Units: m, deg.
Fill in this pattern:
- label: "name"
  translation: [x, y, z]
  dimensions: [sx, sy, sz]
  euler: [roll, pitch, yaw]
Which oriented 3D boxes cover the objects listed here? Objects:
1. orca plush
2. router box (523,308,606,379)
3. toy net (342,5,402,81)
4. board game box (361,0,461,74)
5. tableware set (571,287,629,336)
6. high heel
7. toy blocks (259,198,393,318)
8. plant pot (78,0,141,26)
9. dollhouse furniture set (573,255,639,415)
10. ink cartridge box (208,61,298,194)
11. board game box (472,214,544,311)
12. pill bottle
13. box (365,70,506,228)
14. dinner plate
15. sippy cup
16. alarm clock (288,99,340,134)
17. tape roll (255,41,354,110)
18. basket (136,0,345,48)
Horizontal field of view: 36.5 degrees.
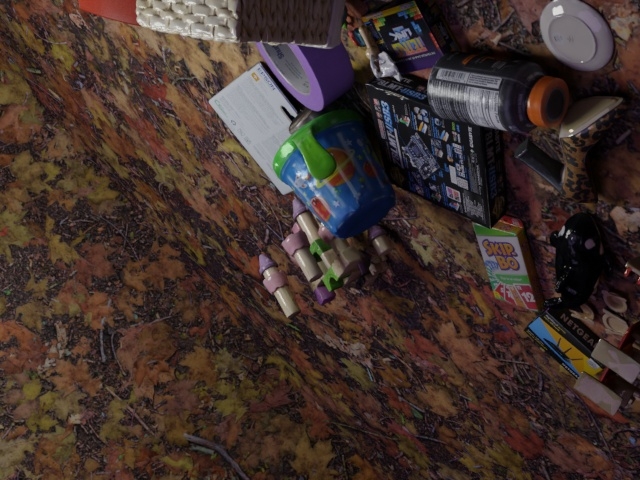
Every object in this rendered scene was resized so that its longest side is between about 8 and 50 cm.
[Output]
- label: "orca plush"
  translation: [0.495, 0.069, 1.980]
  dimensions: [0.151, 0.102, 0.287]
  euler: [45, 153, 20]
- label: "router box"
  translation: [0.562, 0.230, 2.195]
  dimensions: [0.179, 0.046, 0.133]
  euler: [43, 154, 9]
- label: "toy net"
  translation: [0.080, -0.393, 1.966]
  dimensions: [0.232, 0.045, 0.122]
  euler: [53, 174, 17]
- label: "board game box"
  translation: [0.175, -0.401, 1.885]
  dimensions: [0.170, 0.048, 0.141]
  euler: [0, 127, 57]
- label: "tableware set"
  translation: [0.589, 0.137, 2.051]
  dimensions: [0.141, 0.020, 0.168]
  euler: [25, 147, 37]
- label: "high heel"
  translation: [0.498, -0.158, 1.732]
  dimensions: [0.186, 0.093, 0.261]
  euler: [33, 148, -16]
- label: "toy blocks"
  translation: [0.000, 0.000, 2.525]
  dimensions: [0.260, 0.309, 0.288]
  euler: [60, 152, 19]
- label: "plant pot"
  translation: [-0.375, -0.632, 2.179]
  dimensions: [0.236, 0.267, 0.267]
  euler: [30, 152, 8]
- label: "dollhouse furniture set"
  translation: [0.601, 0.177, 1.859]
  dimensions: [0.135, 0.262, 0.259]
  euler: [35, 118, 27]
- label: "ink cartridge box"
  translation: [-0.104, -0.287, 2.453]
  dimensions: [0.324, 0.071, 0.330]
  euler: [52, 151, -11]
- label: "board game box"
  translation: [0.419, 0.044, 2.167]
  dimensions: [0.124, 0.039, 0.259]
  euler: [18, 140, 44]
- label: "pill bottle"
  translation: [0.324, -0.266, 1.754]
  dimensions: [0.246, 0.130, 0.130]
  euler: [20, 143, 43]
- label: "box"
  translation: [0.247, -0.194, 2.042]
  dimensions: [0.293, 0.073, 0.295]
  euler: [28, 149, 36]
- label: "dinner plate"
  translation: [0.425, -0.341, 1.625]
  dimensions: [0.141, 0.017, 0.141]
  euler: [37, 153, 23]
- label: "sippy cup"
  translation: [0.047, -0.135, 2.163]
  dimensions: [0.224, 0.305, 0.240]
  euler: [58, 134, 18]
- label: "alarm clock"
  translation: [-0.027, -0.269, 2.213]
  dimensions: [0.064, 0.192, 0.129]
  euler: [39, 155, -12]
- label: "tape roll"
  translation: [-0.046, -0.414, 2.079]
  dimensions: [0.275, 0.090, 0.275]
  euler: [49, 169, 13]
- label: "basket"
  translation: [-0.149, -0.536, 1.800]
  dimensions: [0.331, 0.266, 0.328]
  euler: [21, 113, 42]
